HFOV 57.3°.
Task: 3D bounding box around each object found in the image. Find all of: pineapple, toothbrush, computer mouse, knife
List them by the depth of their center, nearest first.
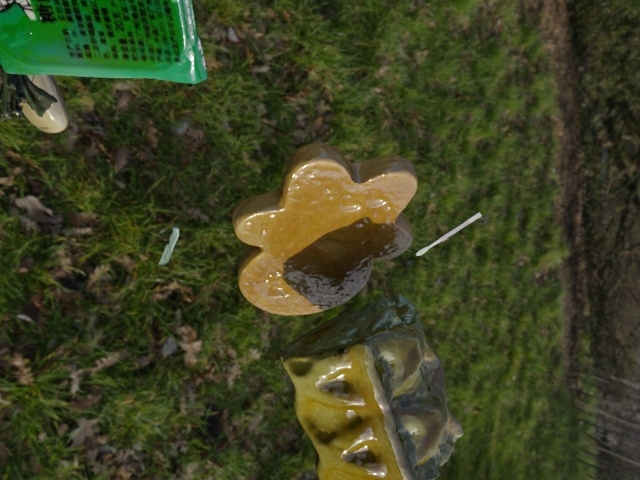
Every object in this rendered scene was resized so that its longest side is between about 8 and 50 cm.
[{"bbox_3d":[-0.526,-0.345,0.985,0.119,0.130,0.278,-70,158,-69],"label":"pineapple"},{"bbox_3d":[0.323,-0.015,1.486,0.014,0.194,0.017,49,22,-16],"label":"toothbrush"},{"bbox_3d":[-0.785,-0.408,1.616,0.082,0.145,0.237,-44,132,-43],"label":"computer mouse"},{"bbox_3d":[-0.442,0.020,1.715,0.015,0.028,0.210,-58,-177,-42],"label":"knife"}]

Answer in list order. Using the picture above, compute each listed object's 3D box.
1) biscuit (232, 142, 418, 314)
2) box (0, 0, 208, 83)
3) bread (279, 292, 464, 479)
[{"bbox_3d":[-0.001,-0.002,0.877,0.355,0.274,0.052,113,-25,-47],"label":"biscuit"},{"bbox_3d":[-0.336,-0.375,0.849,0.106,0.336,0.264,-77,170,-46],"label":"box"},{"bbox_3d":[0.077,0.232,0.869,0.238,0.196,0.252,-32,102,-28],"label":"bread"}]
